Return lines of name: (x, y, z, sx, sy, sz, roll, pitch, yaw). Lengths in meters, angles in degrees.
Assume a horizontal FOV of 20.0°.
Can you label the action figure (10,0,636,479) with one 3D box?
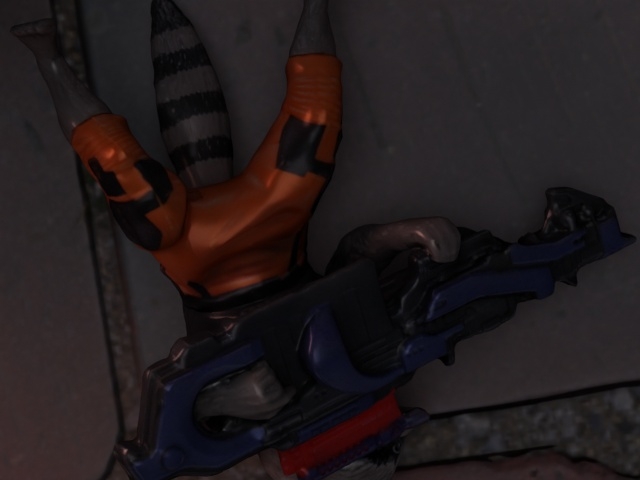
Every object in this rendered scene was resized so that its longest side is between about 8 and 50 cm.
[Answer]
action figure: (0.000, 0.000, 1.084, 0.341, 0.178, 0.330, -17, 98, -22)
